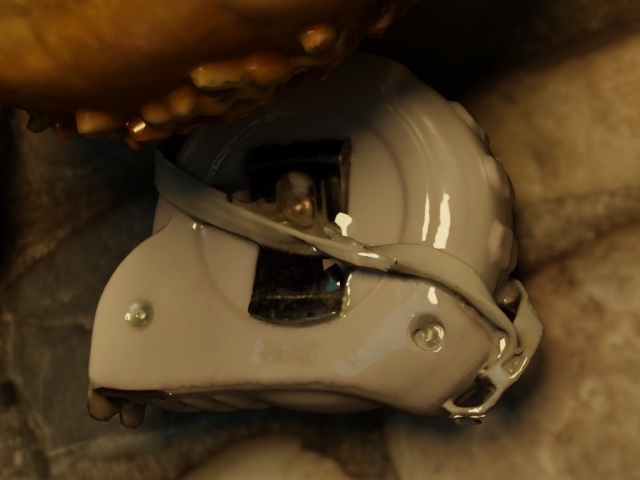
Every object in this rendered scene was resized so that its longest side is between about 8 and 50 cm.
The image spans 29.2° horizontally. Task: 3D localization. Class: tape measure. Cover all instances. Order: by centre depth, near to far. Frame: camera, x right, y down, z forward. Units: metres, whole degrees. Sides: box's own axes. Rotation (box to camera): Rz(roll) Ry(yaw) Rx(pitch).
[{"bbox_3d":[0.000,0.000,0.644,0.236,0.120,0.197,-3,75,23],"label":"tape measure"}]

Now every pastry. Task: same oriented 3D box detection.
[{"bbox_3d":[-0.049,-0.220,0.593,0.410,0.245,0.409,-29,34,22],"label":"pastry"}]
